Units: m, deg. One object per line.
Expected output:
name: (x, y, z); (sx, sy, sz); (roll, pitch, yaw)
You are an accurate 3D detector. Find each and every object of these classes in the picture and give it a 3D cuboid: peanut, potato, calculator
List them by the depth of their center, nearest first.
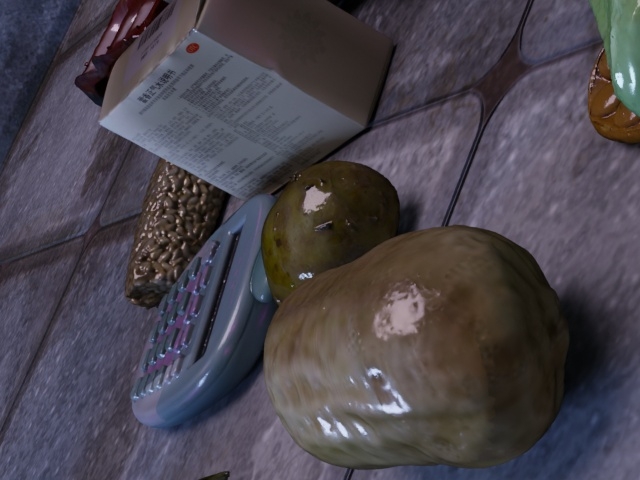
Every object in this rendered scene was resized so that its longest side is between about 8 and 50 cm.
peanut: (0.046, 0.062, 0.777); (0.253, 0.137, 0.122); (-24, 85, 61)
potato: (0.000, 0.000, 1.024); (0.138, 0.070, 0.091); (-48, 59, 40)
calculator: (-0.085, 0.060, 1.214); (0.299, 0.041, 0.185); (-39, 30, 52)

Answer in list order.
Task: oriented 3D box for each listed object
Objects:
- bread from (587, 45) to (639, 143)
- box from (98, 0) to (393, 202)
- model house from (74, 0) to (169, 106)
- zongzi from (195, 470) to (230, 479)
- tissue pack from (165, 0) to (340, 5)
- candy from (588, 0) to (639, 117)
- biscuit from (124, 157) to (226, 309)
bread: (0.183, -0.099, 0.779); (0.110, 0.024, 0.110); (-49, 25, 32)
box: (-0.068, -0.132, 1.232); (0.212, 0.168, 0.095); (-30, 39, 56)
model house: (-0.120, -0.253, 1.541); (0.196, 0.160, 0.254); (-23, 41, 60)
zongzi: (-0.112, 0.230, 1.048); (0.119, 0.055, 0.109); (-33, 35, 34)
tissue pack: (-0.025, -0.360, 1.274); (0.387, 0.267, 0.277); (-20, 50, 64)
candy: (0.187, -0.172, 0.710); (0.343, 0.142, 0.132); (-87, 20, -55)
biscuit: (-0.141, -0.013, 1.408); (0.082, 0.070, 0.168); (134, 154, -58)
